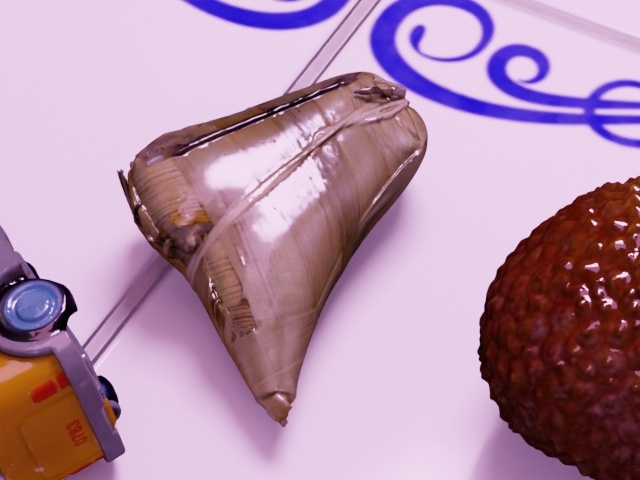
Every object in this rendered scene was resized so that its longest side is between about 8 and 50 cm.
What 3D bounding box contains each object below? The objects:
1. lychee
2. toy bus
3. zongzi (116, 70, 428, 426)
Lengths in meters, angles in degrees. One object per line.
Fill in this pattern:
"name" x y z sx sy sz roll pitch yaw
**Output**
"lychee" 0.181 0.051 1.096 0.194 0.194 0.194 -1 50 1
"toy bus" -0.212 0.056 1.138 0.136 0.126 0.209 -30 55 -11
"zongzi" 0.000 0.000 1.199 0.194 0.099 0.197 -24 64 -17
